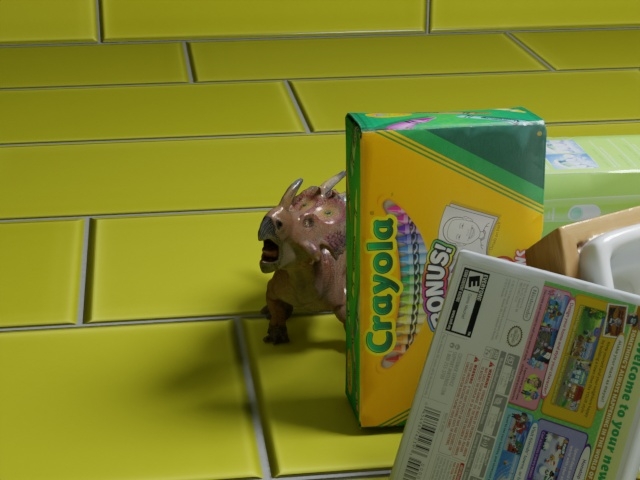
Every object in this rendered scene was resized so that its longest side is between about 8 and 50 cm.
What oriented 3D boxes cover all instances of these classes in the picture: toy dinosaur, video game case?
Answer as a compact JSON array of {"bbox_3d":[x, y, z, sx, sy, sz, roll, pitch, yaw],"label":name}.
[{"bbox_3d":[0.000,0.000,1.357,0.127,0.200,0.296,-1,21,-2],"label":"toy dinosaur"},{"bbox_3d":[0.165,0.130,1.037,0.193,0.212,0.023,15,-4,34],"label":"video game case"}]

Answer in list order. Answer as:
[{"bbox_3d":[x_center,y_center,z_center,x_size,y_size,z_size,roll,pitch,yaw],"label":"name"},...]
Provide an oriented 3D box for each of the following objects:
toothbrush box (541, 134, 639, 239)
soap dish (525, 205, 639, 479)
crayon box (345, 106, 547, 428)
[{"bbox_3d":[0.254,0.008,1.330,0.283,0.206,0.122,-3,22,-7],"label":"toothbrush box"},{"bbox_3d":[0.316,0.074,1.158,0.290,0.229,0.118,-13,5,-32],"label":"soap dish"},{"bbox_3d":[0.108,0.023,1.188,0.165,0.278,0.081,-3,17,-8],"label":"crayon box"}]
